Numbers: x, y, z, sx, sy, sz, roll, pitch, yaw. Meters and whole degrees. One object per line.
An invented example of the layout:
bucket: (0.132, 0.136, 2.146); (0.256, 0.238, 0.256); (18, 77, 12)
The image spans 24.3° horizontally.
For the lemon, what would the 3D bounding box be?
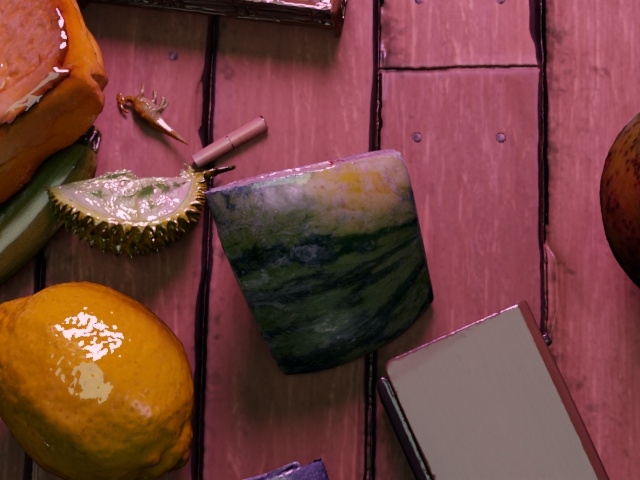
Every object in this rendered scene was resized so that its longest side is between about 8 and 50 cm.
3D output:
lemon: (-0.241, 0.152, 1.569); (0.260, 0.204, 0.204); (40, 84, 7)

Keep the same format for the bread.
bread: (-0.421, -0.191, 1.666); (0.337, 0.148, 0.328); (-39, 67, 3)

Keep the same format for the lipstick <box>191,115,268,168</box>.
lipstick: (-0.104, -0.113, 1.703); (0.094, 0.019, 0.019); (-30, 79, -2)

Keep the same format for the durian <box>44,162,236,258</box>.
durian: (-0.195, -0.037, 1.656); (0.215, 0.086, 0.100); (-6, 80, -15)

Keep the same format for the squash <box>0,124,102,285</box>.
squash: (-0.325, -0.026, 1.676); (0.066, 0.066, 0.252); (41, 83, 10)

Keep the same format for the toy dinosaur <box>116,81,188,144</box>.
toy dinosaur: (-0.188, -0.149, 1.711); (0.113, 0.026, 0.041); (30, 89, 18)

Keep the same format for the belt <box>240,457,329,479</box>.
belt: (-0.080, 0.320, 1.566); (0.218, 0.122, 0.128); (-21, 80, 6)

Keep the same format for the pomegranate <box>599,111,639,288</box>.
pomegranate: (0.449, -0.006, 1.539); (0.285, 0.285, 0.341); (-32, 101, -3)

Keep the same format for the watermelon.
watermelon: (0.000, 0.000, 1.630); (0.213, 0.201, 0.262); (-15, 121, 0)

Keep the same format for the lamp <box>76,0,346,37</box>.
lamp: (-0.132, -0.304, 1.708); (0.325, 0.089, 0.090); (8, 81, 6)

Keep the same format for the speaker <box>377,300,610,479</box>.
speaker: (0.184, 0.208, 1.555); (0.192, 0.153, 0.231); (-23, 78, -2)
